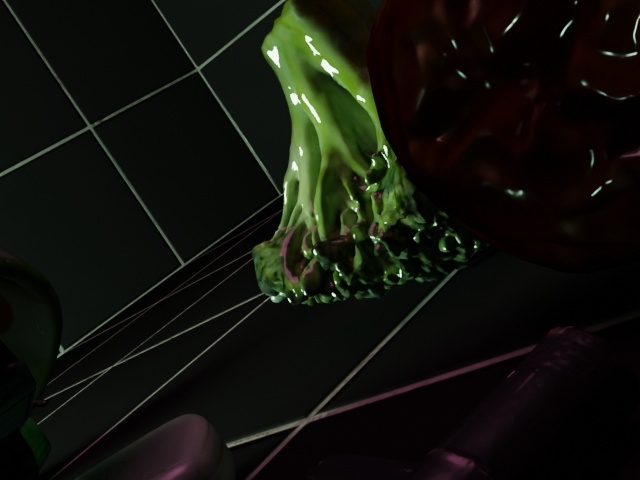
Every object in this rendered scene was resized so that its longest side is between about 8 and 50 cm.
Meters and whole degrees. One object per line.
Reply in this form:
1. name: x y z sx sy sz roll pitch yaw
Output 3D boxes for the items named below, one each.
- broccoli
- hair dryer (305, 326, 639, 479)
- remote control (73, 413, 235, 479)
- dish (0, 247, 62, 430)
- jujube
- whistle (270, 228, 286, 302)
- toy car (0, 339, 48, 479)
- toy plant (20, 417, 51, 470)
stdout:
1. broccoli: 0.055 -0.085 0.842 0.288 0.245 0.248 -29 -4 -13
2. hair dryer: 0.015 0.117 0.427 0.173 0.050 0.195 -36 2 -33
3. remote control: -0.183 0.209 0.643 0.296 0.056 0.140 -33 10 -7
4. dish: -0.320 0.101 0.624 0.324 0.124 0.324 -44 -19 -19
5. jujube: 0.179 -0.129 0.497 0.276 0.276 0.377 -37 5 -29
6. whistle: 0.002 0.000 1.141 0.102 0.105 0.253 -14 12 16
7. toy car: -0.225 0.134 0.527 0.141 0.097 0.320 -39 -5 -32
8. toy plant: -0.389 0.274 1.095 0.240 0.088 0.154 -44 -6 1
